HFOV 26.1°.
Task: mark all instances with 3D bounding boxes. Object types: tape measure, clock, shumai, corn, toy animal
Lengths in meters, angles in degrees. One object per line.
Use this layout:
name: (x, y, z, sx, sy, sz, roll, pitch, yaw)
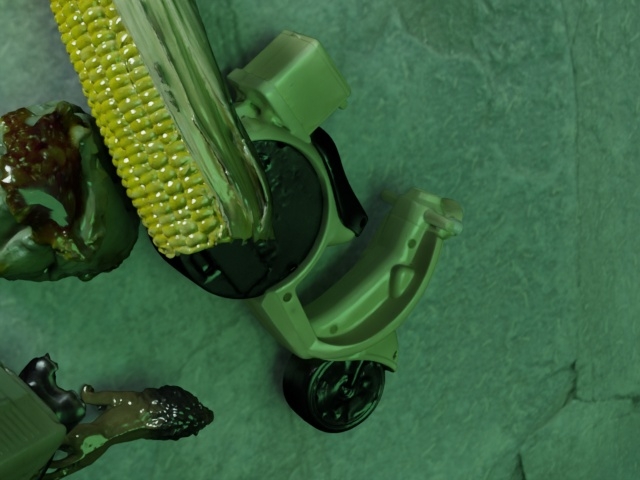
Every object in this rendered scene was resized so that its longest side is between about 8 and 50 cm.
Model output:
tape measure: (-0.336, 0.232, 1.141, 0.231, 0.133, 0.271, -53, 169, 28)
clock: (0.000, 0.000, 1.386, 0.276, 0.120, 0.379, -47, 127, -9)
shumai: (-0.214, -0.032, 1.186, 0.184, 0.142, 0.184, -11, 110, -32)
corn: (-0.134, -0.125, 1.177, 0.123, 0.122, 0.305, -20, 96, 13)
toy animal: (-0.213, 0.179, 1.311, 0.220, 0.086, 0.069, -20, 115, -12)
